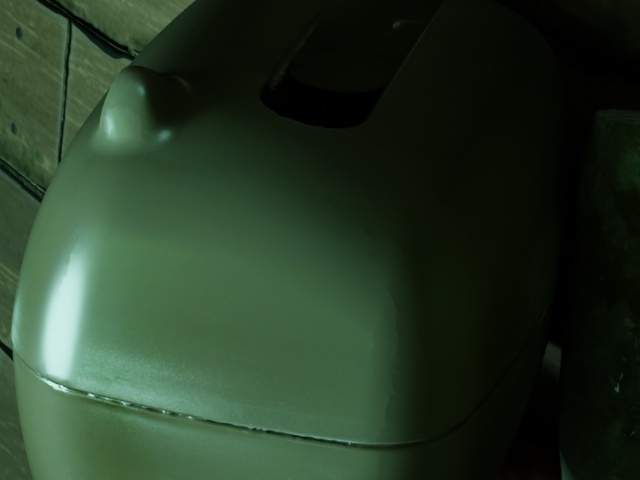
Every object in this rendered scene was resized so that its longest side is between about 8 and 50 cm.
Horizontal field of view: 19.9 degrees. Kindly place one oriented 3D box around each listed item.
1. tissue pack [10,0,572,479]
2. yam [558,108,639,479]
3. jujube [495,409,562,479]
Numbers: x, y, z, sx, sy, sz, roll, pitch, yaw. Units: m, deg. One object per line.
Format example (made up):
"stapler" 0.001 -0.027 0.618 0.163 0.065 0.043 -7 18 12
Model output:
"tissue pack" 0.000 0.000 1.014 0.267 0.387 0.277 13 121 12
"yam" 0.197 0.063 1.014 0.133 0.133 0.330 33 131 44
"jujube" 0.061 0.159 1.188 0.250 0.174 0.174 31 124 49
